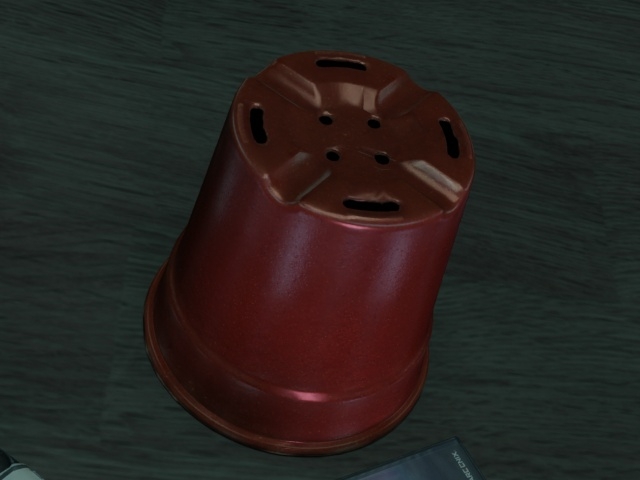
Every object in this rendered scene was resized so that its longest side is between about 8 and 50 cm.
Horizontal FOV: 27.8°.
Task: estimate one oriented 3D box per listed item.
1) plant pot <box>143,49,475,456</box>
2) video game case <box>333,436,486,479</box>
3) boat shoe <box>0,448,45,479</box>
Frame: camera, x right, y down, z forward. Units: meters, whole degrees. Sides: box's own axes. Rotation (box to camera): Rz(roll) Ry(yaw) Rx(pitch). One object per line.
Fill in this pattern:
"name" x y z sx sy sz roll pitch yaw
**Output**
"plant pot" 0.000 0.000 1.110 0.272 0.265 0.272 9 48 -10
"video game case" 0.048 0.279 1.038 0.274 0.026 0.196 -14 54 -29
"boat shoe" -0.324 0.239 0.903 0.102 0.108 0.301 35 46 14
